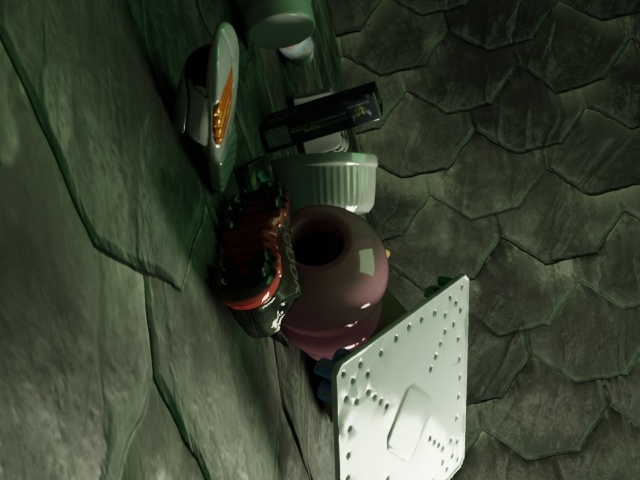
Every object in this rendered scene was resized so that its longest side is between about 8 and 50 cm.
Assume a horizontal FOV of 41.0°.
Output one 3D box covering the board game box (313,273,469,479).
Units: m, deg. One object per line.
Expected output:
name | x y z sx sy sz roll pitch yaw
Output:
board game box | 0.126 0.291 1.394 0.390 0.050 0.390 -28 122 -48

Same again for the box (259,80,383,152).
box | 0.006 -0.246 1.695 0.183 0.233 0.059 -79 152 -72

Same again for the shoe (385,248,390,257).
shoe | 0.097 0.048 1.889 0.219 0.076 0.058 145 -38 -74

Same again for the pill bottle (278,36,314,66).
pill bottle | -0.063 -0.485 2.093 0.160 0.087 0.087 43 35 -76

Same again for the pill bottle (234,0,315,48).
pill bottle | -0.100 -0.533 1.680 0.160 0.160 0.283 49 29 -72

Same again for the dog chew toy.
dog chew toy | 0.011 0.091 1.382 0.332 0.207 0.206 78 4 -57

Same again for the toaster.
toaster | -0.004 -0.288 2.109 0.168 0.110 0.185 -6 83 -82

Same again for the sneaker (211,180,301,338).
sneaker | -0.081 0.026 1.177 0.276 0.098 0.135 -88 162 -54

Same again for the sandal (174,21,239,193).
sandal | -0.153 -0.162 1.109 0.265 0.076 0.102 99 4 -49

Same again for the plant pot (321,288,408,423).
plant pot | 0.086 0.194 1.648 0.229 0.263 0.263 60 3 18

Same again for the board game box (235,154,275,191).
board game box | -0.099 -0.075 1.447 0.186 0.026 0.126 -61 138 -77

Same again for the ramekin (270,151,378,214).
ramekin | 0.009 -0.102 1.628 0.207 0.207 0.109 9 78 -81
